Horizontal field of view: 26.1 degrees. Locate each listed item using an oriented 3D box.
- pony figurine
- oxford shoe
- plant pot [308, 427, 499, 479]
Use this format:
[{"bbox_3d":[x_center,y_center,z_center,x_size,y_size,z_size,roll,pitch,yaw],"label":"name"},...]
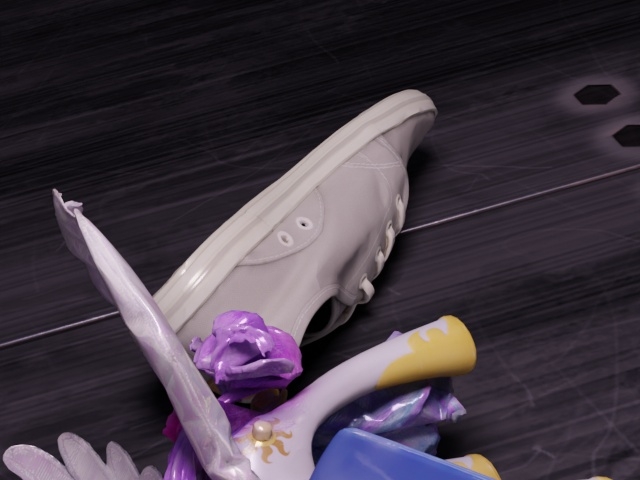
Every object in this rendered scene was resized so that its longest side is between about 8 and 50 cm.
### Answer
[{"bbox_3d":[-0.040,0.155,0.870,0.364,0.302,0.351,-11,38,-28],"label":"pony figurine"},{"bbox_3d":[0.000,0.000,1.199,0.130,0.169,0.449,43,38,0],"label":"oxford shoe"},{"bbox_3d":[0.083,0.251,0.588,0.236,0.236,0.212,17,61,38],"label":"plant pot"}]
